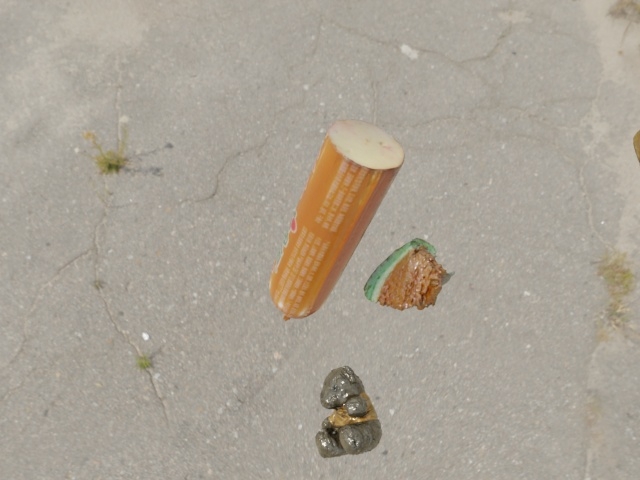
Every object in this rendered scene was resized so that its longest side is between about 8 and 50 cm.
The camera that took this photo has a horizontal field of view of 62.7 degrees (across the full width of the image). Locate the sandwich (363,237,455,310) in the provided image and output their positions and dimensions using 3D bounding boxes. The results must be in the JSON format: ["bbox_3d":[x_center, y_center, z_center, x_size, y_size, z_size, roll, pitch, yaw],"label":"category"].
[{"bbox_3d":[0.200,0.095,1.165,0.109,0.185,0.160,6,38,-45],"label":"sandwich"}]

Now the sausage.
[{"bbox_3d":[0.000,0.000,0.672,0.093,0.312,0.093,15,42,-13],"label":"sausage"}]

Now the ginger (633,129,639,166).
[{"bbox_3d":[0.247,-0.050,0.242,0.162,0.073,0.103,-17,39,1],"label":"ginger"}]

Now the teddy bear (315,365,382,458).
[{"bbox_3d":[0.061,0.375,1.161,0.140,0.177,0.190,-4,64,-28],"label":"teddy bear"}]
